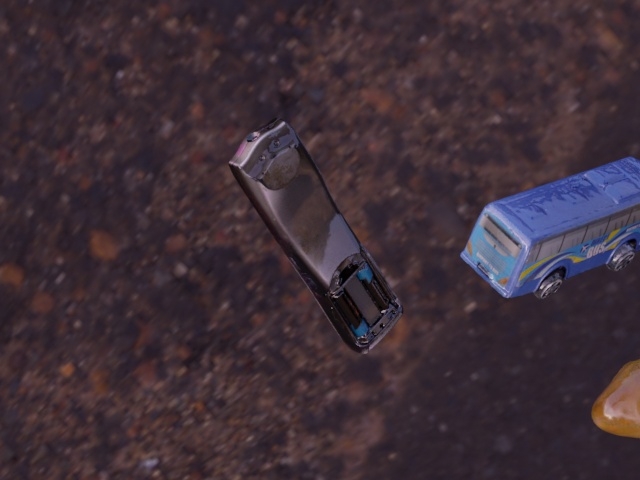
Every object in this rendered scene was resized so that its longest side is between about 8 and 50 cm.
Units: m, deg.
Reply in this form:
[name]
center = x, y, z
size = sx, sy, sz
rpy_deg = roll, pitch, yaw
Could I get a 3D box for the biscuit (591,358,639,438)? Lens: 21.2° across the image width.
[biscuit]
center = 0.323, 0.135, 1.270
size = 0.208, 0.047, 0.164
rpy_deg = 38, 55, 8

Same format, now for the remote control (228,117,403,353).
[remote control]
center = 0.000, 0.000, 1.274
size = 0.059, 0.028, 0.212
rpy_deg = -44, 127, -15

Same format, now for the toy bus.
[toy bus]
center = 0.156, -0.008, 1.057
size = 0.153, 0.061, 0.051
rpy_deg = -18, 53, -38
